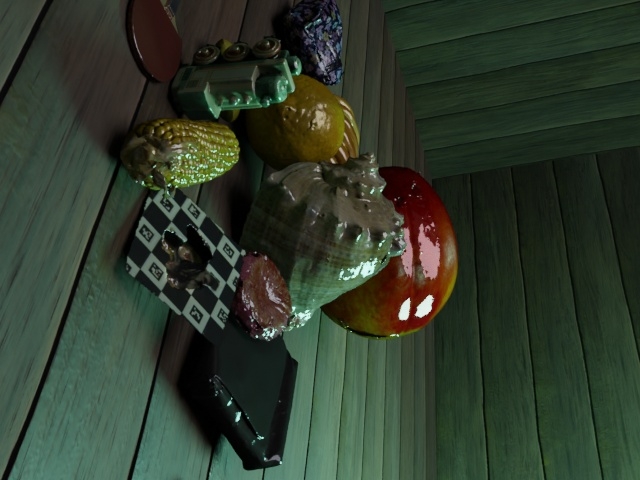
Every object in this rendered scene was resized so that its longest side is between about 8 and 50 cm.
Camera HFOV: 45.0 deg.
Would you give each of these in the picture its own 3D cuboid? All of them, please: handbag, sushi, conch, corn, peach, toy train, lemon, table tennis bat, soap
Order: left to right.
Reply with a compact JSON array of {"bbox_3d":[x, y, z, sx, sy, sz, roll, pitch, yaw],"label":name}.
[{"bbox_3d":[-0.239,-0.327,1.159,0.130,0.019,0.220,65,24,-43],"label":"table tennis bat"},{"bbox_3d":[-0.196,0.032,1.080,0.193,0.040,0.210,46,30,-28],"label":"sushi"},{"bbox_3d":[-0.185,-0.126,1.104,0.293,0.106,0.106,-34,115,-72],"label":"corn"},{"bbox_3d":[-0.163,-0.271,1.313,0.089,0.045,0.140,120,-37,-77],"label":"soap"},{"bbox_3d":[-0.129,-0.246,1.191,0.081,0.194,0.125,69,27,-48],"label":"toy train"},{"bbox_3d":[-0.123,0.207,1.206,0.223,0.080,0.247,60,22,-30],"label":"handbag"},{"bbox_3d":[-0.047,-0.218,1.465,0.256,0.188,0.188,34,50,-74],"label":"lemon"},{"bbox_3d":[-0.009,-0.459,1.812,0.229,0.127,0.208,-71,155,-58],"label":"handbag"},{"bbox_3d":[0.012,0.001,1.379,0.297,0.210,0.352,18,84,-40],"label":"conch"},{"bbox_3d":[0.134,0.021,1.670,0.370,0.370,0.370,-8,90,-74],"label":"peach"}]

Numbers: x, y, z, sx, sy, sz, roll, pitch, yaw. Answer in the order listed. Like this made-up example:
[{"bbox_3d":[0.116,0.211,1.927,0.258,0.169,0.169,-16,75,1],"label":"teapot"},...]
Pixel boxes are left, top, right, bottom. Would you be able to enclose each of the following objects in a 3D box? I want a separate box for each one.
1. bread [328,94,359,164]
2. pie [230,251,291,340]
[{"bbox_3d":[0.025,-0.234,1.833,0.311,0.121,0.173,-77,153,-53],"label":"bread"},{"bbox_3d":[-0.094,0.087,1.212,0.153,0.038,0.153,48,30,-40],"label":"pie"}]
